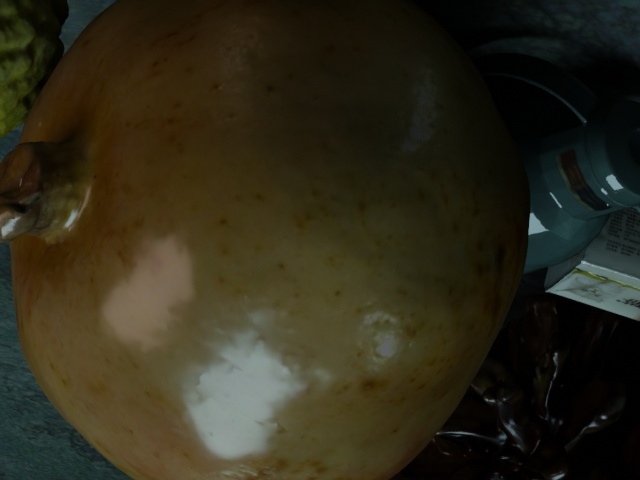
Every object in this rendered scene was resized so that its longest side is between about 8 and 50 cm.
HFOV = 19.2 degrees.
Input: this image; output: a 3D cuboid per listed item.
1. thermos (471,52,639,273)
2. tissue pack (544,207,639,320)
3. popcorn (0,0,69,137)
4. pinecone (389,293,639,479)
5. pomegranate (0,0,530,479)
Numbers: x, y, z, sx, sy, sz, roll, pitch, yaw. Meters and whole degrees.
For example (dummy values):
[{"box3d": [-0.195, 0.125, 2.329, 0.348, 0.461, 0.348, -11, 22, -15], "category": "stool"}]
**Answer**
[{"box3d": [0.142, -0.056, 1.510, 0.286, 0.145, 0.182, -19, 114, 50], "category": "thermos"}, {"box3d": [0.280, 0.008, 1.608, 0.148, 0.106, 0.099, 18, 157, -10], "category": "tissue pack"}, {"box3d": [-0.316, -0.170, 1.370, 0.270, 0.224, 0.258, -20, 146, 20], "category": "popcorn"}, {"box3d": [0.254, 0.230, 1.824, 0.397, 0.398, 0.398, 12, 158, 5], "category": "pinecone"}, {"box3d": [-0.053, -0.006, 1.333, 0.411, 0.411, 0.411, 12, 158, 5], "category": "pomegranate"}]
